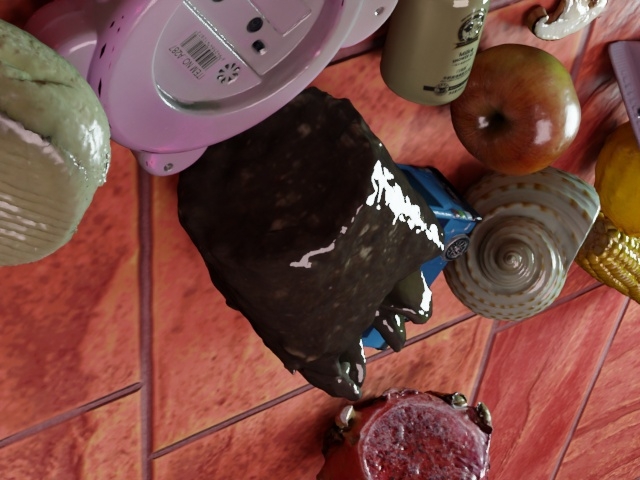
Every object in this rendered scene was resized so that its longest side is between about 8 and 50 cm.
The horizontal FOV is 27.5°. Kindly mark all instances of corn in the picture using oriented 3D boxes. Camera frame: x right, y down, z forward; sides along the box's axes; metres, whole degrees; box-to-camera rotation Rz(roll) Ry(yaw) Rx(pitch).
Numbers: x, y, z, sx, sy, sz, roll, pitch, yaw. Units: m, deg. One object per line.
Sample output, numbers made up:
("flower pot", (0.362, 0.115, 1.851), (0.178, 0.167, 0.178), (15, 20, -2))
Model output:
("corn", (0.405, 0.025, 1.640), (0.106, 0.106, 0.305), (-48, 144, 15))

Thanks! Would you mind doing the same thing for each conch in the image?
("conch", (0.193, -0.008, 1.367), (0.131, 0.200, 0.172), (25, 99, -14))

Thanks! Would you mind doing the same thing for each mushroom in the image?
("mushroom", (0.236, -0.217, 1.250), (0.101, 0.019, 0.049), (-19, 144, -31))

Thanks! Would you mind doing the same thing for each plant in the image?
("plant", (0.000, 0.000, 1.128), (0.188, 0.199, 0.276), (-39, 150, -8))

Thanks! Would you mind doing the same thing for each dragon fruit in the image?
("dragon fruit", (0.104, 0.268, 1.574), (0.282, 0.211, 0.147), (-52, 163, -30))

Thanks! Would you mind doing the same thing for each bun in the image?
("bun", (-0.247, -0.075, 0.840), (0.221, 0.108, 0.221), (1, 146, 1))

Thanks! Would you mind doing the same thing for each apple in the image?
("apple", (0.185, -0.124, 1.222), (0.102, 0.126, 0.126), (-31, 151, -41))

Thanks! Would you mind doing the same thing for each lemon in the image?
("lemon", (0.363, -0.068, 1.467), (0.114, 0.114, 0.155), (-21, 132, -24))

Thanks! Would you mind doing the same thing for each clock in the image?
("clock", (-0.077, -0.168, 0.945), (0.248, 0.090, 0.227), (-40, 147, 6))

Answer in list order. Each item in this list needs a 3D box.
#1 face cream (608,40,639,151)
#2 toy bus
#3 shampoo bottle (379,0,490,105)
("face cream", (0.422, -0.159, 1.416), (0.274, 0.154, 0.096), (-16, -179, -36))
("toy bus", (0.063, 0.018, 1.310), (0.106, 0.090, 0.185), (6, 126, -47))
("shampoo bottle", (0.100, -0.195, 1.090), (0.079, 0.079, 0.162), (-19, 143, -28))
